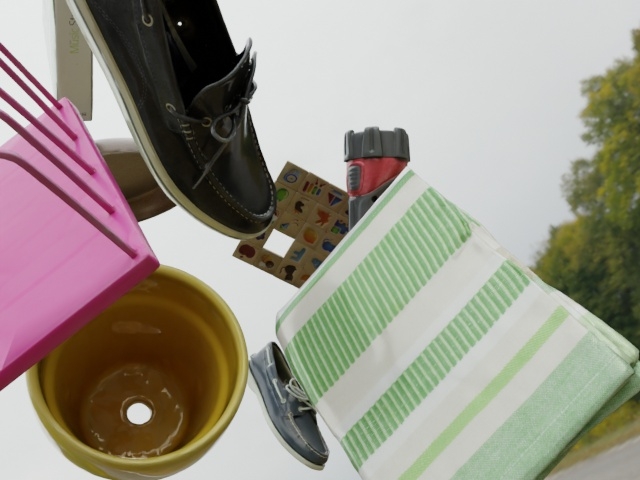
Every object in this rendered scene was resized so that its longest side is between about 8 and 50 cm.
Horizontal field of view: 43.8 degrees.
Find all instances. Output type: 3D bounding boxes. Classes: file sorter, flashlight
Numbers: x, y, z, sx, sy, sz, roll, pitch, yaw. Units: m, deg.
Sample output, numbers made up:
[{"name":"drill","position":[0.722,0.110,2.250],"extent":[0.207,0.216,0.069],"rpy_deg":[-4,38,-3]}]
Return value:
[{"name":"file sorter","position":[-0.314,-0.047,0.695],"extent":[0.202,0.290,0.182],"rpy_deg":[-38,-43,0]},{"name":"flashlight","position":[0.085,-0.011,1.181],"extent":[0.103,0.304,0.103],"rpy_deg":[-2,-3,9]}]

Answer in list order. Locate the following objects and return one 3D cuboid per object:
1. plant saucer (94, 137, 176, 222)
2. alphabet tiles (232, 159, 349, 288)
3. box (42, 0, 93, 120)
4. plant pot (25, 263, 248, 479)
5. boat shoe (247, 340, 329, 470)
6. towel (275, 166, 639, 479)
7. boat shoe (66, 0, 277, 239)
[{"name":"plant saucer","position":[-0.352,-0.091,1.291],"extent":[0.310,0.050,0.310],"rpy_deg":[-15,-15,-4]},{"name":"alphabet tiles","position":[0.000,0.000,1.347],"extent":[0.198,0.237,0.009],"rpy_deg":[-58,14,21]},{"name":"box","position":[-0.394,-0.365,1.224],"extent":[0.058,0.322,0.232],"rpy_deg":[-4,-47,-20]},{"name":"plant pot","position":[-0.232,0.190,1.014],"extent":[0.254,0.254,0.239],"rpy_deg":[-26,-19,-25]},{"name":"boat shoe","position":[-0.048,0.274,1.345],"extent":[0.079,0.254,0.095],"rpy_deg":[-46,-47,8]},{"name":"towel","position":[0.099,0.100,0.741],"extent":[0.248,0.325,0.038],"rpy_deg":[-48,-43,6]},{"name":"boat shoe","position":[-0.159,-0.197,1.057],"extent":[0.500,0.156,0.187],"rpy_deg":[66,-148,-35]}]
